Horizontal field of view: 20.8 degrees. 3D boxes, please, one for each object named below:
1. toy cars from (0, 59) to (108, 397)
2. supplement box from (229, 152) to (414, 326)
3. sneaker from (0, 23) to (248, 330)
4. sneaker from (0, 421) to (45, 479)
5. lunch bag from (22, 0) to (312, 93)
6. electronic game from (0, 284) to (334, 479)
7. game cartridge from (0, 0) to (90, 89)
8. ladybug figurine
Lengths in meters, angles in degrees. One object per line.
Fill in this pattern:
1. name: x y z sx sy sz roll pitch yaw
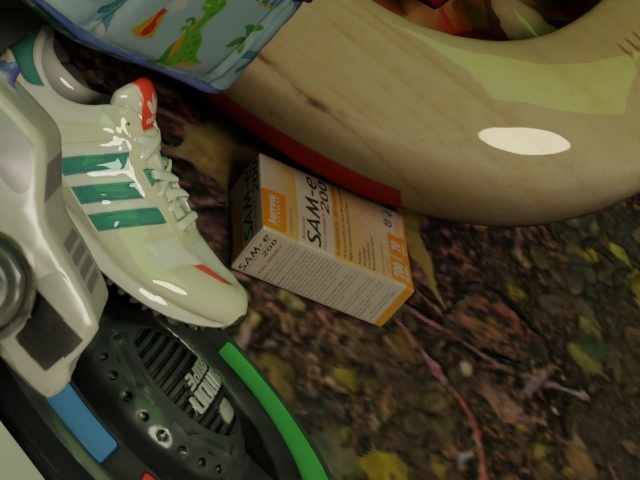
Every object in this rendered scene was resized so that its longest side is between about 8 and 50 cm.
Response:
1. toy cars: -0.187 -0.105 0.665 0.393 0.087 0.176 48 2 33
2. supplement box: 0.000 0.000 0.960 0.098 0.036 0.062 22 38 -25
3. sneaker: -0.085 -0.029 0.770 0.161 0.075 0.057 39 9 -1
4. sneaker: -0.211 0.126 0.547 0.236 0.130 0.323 -24 40 -26
5. lunch bag: -0.104 -0.161 0.783 0.176 0.090 0.219 47 11 18
6. electronic game: -0.069 0.071 0.753 0.229 0.048 0.229 43 13 -13
7. game cartridge: -0.272 -0.083 0.775 0.355 0.068 0.230 -11 56 -49
8. ladybug figurine: 0.022 -0.167 1.006 0.449 0.162 0.305 42 58 15
